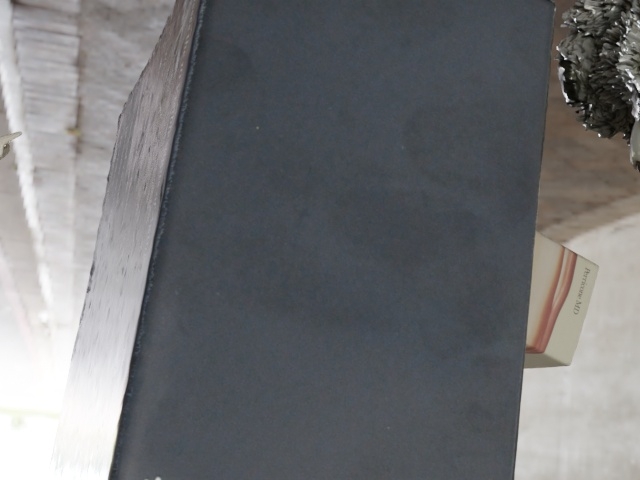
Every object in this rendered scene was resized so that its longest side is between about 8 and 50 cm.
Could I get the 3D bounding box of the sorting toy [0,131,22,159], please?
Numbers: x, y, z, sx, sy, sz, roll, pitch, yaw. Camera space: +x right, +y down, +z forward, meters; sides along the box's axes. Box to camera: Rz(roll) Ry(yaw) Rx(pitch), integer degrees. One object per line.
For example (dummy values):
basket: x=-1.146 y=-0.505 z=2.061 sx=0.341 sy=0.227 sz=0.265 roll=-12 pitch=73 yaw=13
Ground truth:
sorting toy: x=-0.376 y=-0.099 z=1.279 sx=0.075 sy=0.045 sz=0.083 roll=-36 pitch=180 yaw=-42

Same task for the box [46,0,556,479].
box: x=-0.047 y=0.052 z=1.002 sx=0.297 sy=0.479 sz=0.472 roll=13 pitch=163 yaw=-14

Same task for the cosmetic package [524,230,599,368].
cosmetic package: x=0.192 y=0.042 z=1.439 sx=0.296 sy=0.153 sz=0.129 roll=26 pitch=163 yaw=-23

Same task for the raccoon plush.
raccoon plush: x=0.380 y=-0.266 z=1.093 sx=0.216 sy=0.446 sz=0.299 roll=11 pitch=176 yaw=-5
